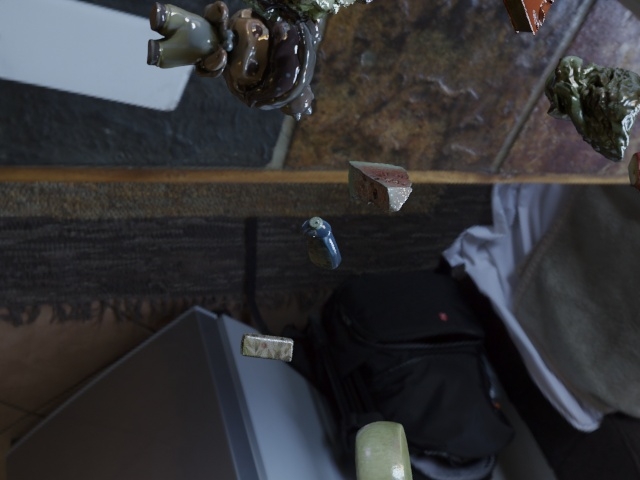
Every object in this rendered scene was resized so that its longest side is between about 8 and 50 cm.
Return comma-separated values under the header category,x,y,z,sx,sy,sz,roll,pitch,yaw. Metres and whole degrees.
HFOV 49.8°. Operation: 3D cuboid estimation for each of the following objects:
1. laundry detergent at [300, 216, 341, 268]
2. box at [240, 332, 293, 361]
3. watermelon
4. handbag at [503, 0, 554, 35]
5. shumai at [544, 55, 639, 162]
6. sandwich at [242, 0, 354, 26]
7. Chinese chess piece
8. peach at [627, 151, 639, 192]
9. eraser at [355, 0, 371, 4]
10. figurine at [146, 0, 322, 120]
category,x,y,z,sx,sy,sz,roll,pitch,yaw
laundry detergent,-0.001,0.001,1.893,0.061,0.097,0.206,-53,153,-22
box,-0.102,0.201,1.301,0.098,0.045,0.062,7,172,-6
watermelon,0.170,-0.138,1.797,0.154,0.241,0.094,-4,110,-9
handbag,0.420,-0.524,1.398,0.127,0.063,0.190,-60,142,-13
shumai,0.601,-0.297,1.541,0.218,0.256,0.189,22,119,12
sandwich,-0.030,-0.493,1.088,0.325,0.131,0.262,-53,135,-33
Chinese chess piece,0.128,0.470,1.332,0.092,0.237,0.237,-9,139,7
peach,0.518,-0.112,1.094,0.083,0.077,0.050,-15,134,-27
eraser,0.146,-0.574,1.344,0.287,0.130,0.086,-38,137,-16
figurine,-0.171,-0.394,1.444,0.381,0.203,0.248,3,92,-30
